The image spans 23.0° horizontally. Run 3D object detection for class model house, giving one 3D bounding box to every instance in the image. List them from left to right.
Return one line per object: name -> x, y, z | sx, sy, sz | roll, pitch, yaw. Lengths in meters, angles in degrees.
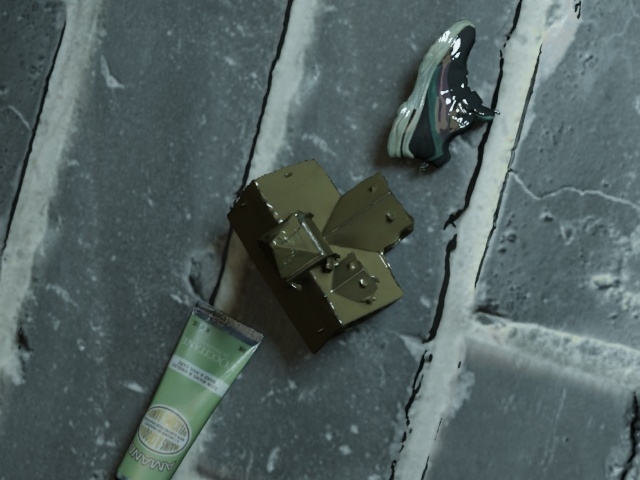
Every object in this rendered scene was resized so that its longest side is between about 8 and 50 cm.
model house -> 0.000, 0.000, 1.607 | 0.176, 0.248, 0.181 | -34, 81, 9

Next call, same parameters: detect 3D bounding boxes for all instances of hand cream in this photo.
hand cream -> -0.157, 0.186, 1.737 | 0.086, 0.055, 0.235 | 29, 87, 10

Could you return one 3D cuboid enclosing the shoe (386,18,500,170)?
shoe -> 0.143, -0.148, 1.675 | 0.099, 0.071, 0.169 | 27, 97, 10
